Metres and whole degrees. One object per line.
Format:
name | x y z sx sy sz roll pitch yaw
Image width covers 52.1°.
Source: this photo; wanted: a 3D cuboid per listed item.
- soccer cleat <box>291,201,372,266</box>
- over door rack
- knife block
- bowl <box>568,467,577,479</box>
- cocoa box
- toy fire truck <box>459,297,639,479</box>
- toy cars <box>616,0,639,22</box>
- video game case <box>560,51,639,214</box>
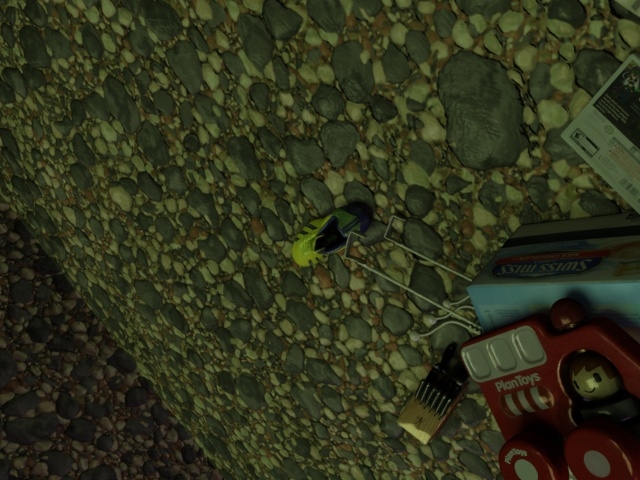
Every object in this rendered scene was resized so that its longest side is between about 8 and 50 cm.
soccer cleat | 0.000 -0.001 1.504 0.093 0.121 0.289 54 141 -3
over door rack | 0.207 0.094 1.279 0.324 0.239 0.108 39 114 15
knife block | 0.289 0.351 1.540 0.088 0.242 0.275 35 -177 20
bowl | 0.547 0.506 1.394 0.170 0.080 0.170 25 133 30
cocoa box | 0.462 0.107 1.058 0.347 0.228 0.231 -6 114 46
toy fire truck | 0.358 0.222 0.955 0.302 0.169 0.254 -37 75 51
toy cars | 0.379 -0.450 0.829 0.176 0.087 0.394 2 120 43
video game case | 0.481 -0.153 0.981 0.190 0.022 0.173 52 142 18
